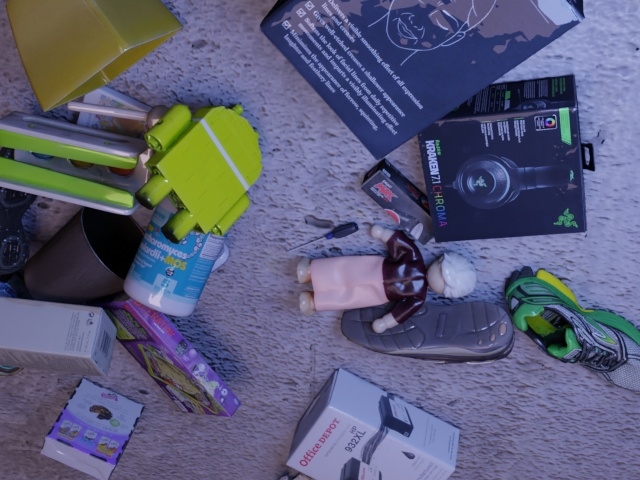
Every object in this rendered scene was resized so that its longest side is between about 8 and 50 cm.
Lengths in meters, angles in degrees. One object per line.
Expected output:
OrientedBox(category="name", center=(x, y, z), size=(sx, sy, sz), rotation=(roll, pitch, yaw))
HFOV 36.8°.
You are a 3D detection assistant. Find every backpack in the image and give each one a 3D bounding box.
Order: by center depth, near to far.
OrientedBox(category="backpack", center=(-0.680, 0.138, 2.111), size=(0.105, 0.084, 0.114), rotation=(-33, 114, 32))

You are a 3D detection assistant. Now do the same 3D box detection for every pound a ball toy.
OrientedBox(category="pound a ball toy", center=(-0.429, -0.182, 1.790), size=(0.319, 0.135, 0.208), rotation=(12, 112, 4))

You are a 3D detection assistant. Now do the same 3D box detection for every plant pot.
OrientedBox(category="plant pot", center=(-0.404, -0.372, 1.647), size=(0.212, 0.212, 0.187), rotation=(-29, 100, 28))

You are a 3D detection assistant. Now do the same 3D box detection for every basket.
OrientedBox(category="basket", center=(-0.484, 0.047, 1.969), size=(0.227, 0.154, 0.204), rotation=(-27, 115, 31))

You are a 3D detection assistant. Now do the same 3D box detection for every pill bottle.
OrientedBox(category="pill bottle", center=(-0.264, 0.002, 1.845), size=(0.146, 0.146, 0.264), rotation=(23, 94, -2))

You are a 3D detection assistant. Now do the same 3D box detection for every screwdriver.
OrientedBox(category="screwdriver", center=(0.000, 0.000, 1.894), size=(0.170, 0.025, 0.024), rotation=(-23, 115, 25))

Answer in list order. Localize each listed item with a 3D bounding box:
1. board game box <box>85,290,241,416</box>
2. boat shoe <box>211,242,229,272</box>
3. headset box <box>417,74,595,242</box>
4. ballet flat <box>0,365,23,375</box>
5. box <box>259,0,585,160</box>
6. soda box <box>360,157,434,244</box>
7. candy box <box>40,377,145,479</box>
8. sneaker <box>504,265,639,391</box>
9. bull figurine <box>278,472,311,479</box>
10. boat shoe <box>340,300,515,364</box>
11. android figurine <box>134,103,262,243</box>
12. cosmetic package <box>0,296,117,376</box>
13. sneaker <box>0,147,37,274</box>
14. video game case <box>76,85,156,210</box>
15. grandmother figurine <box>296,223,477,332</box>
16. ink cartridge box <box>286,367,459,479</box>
OrientedBox(category="board game box", center=(-0.338, 0.243, 2.066), size=(0.208, 0.056, 0.346), rotation=(-3, 129, 55))
OrientedBox(category="boat shoe", center=(-0.274, 0.061, 1.979), size=(0.226, 0.083, 0.076), rotation=(-19, 144, 22))
OrientedBox(category="headset box", center=(0.326, -0.137, 1.661), size=(0.283, 0.131, 0.246), rotation=(-4, 122, 15))
OrientedBox(category="ballet flat", center=(-0.820, 0.199, 2.177), size=(0.349, 0.123, 0.123), rotation=(34, 124, -7))
OrientedBox(category="box", center=(0.159, -0.372, 1.498), size=(0.396, 0.212, 0.293), rotation=(-33, 110, 30))
OrientedBox(category="soda box", center=(0.156, -0.072, 1.791), size=(0.169, 0.053, 0.060), rotation=(41, 122, -14))
OrientedBox(category="candy box", center=(-0.515, 0.429, 2.193), size=(0.165, 0.196, 0.070), rotation=(25, 125, -3))
OrientedBox(category="sneaker", center=(0.491, 0.198, 1.833), size=(0.344, 0.146, 0.134), rotation=(30, 124, -8))
OrientedBox(category="bull figurine", center=(0.006, 0.659, 2.281), size=(0.311, 0.101, 0.188), rotation=(17, 121, -1))
OrientedBox(category="boat shoe", center=(0.210, 0.194, 1.901), size=(0.356, 0.132, 0.130), rotation=(5, 148, 28))
OrientedBox(category="android figurine", center=(-0.207, -0.130, 1.722), size=(0.056, 0.273, 0.248), rotation=(8, 142, 46))
OrientedBox(category="cosmetic package", center=(-0.593, 0.195, 1.981), size=(0.310, 0.113, 0.160), rotation=(7, 157, 3))
OrientedBox(category="sneaker", center=(-0.647, -0.078, 1.947), size=(0.130, 0.109, 0.286), rotation=(32, 113, 37))
OrientedBox(category="video game case", center=(-0.368, -0.175, 1.865), size=(0.227, 0.026, 0.206), rotation=(25, 125, -4))
OrientedBox(category="grandmother figurine", center=(0.130, 0.071, 1.859), size=(0.343, 0.104, 0.207), rotation=(-3, 104, 16))
OrientedBox(category="ink cartridge box", center=(0.113, 0.450, 2.098), size=(0.308, 0.129, 0.223), rotation=(28, 125, -5))
